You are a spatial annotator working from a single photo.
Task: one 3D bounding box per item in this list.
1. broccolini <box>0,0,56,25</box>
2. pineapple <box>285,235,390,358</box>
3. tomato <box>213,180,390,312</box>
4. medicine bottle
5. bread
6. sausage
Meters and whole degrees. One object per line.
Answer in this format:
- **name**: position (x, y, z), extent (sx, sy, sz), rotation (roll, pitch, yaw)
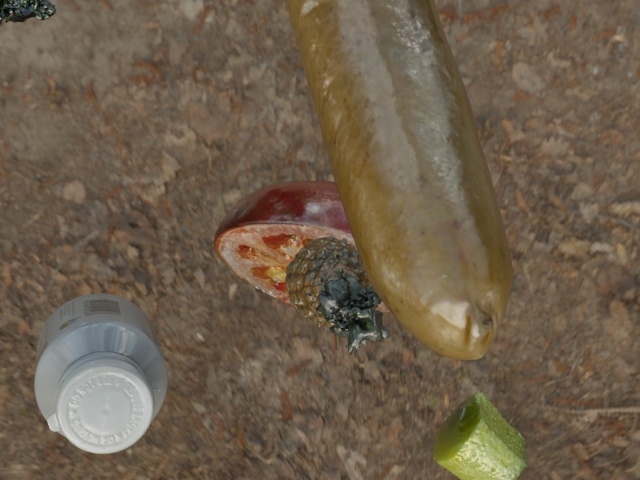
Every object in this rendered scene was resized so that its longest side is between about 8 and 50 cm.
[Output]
- **broccolini**: position (-0.200, -0.211, 0.764), extent (0.123, 0.062, 0.271), rotation (24, 41, 28)
- **pineapple**: position (0.026, 0.065, 1.124), extent (0.108, 0.197, 0.108), rotation (-5, 109, -16)
- **tomato**: position (0.005, -0.007, 1.558), extent (0.338, 0.338, 0.143), rotation (10, 65, 7)
- **medicine bottle**: position (-0.230, 0.141, 1.031), extent (0.135, 0.215, 0.135), rotation (-3, 101, -14)
- **bread**: position (0.227, 0.295, 1.412), extent (0.114, 0.129, 0.111), rotation (40, 112, -3)
- **sausage**: position (0.049, -0.141, 0.788), extent (0.123, 0.136, 0.500), rotation (-11, 74, -10)
